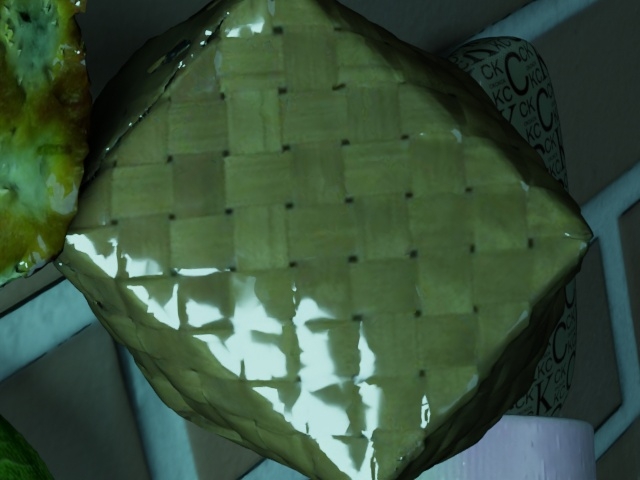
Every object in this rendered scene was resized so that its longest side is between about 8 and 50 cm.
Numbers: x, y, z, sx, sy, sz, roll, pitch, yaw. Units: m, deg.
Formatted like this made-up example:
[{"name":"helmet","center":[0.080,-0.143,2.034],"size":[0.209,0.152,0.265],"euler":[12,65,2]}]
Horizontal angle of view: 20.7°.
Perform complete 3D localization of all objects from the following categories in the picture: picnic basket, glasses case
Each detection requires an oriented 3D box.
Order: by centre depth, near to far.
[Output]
[{"name":"picnic basket","center":[0.000,0.000,1.181],"size":[0.293,0.337,0.337],"euler":[-49,138,1]},{"name":"glasses case","center":[0.162,-0.001,1.529],"size":[0.137,0.085,0.354],"euler":[-25,113,-51]}]

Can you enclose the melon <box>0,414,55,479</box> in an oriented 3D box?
[{"name":"melon","center":[-0.209,0.237,1.030],"size":[0.196,0.124,0.323],"euler":[-2,97,-60]}]

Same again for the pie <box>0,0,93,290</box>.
[{"name":"pie","center":[-0.265,-0.071,0.927],"size":[0.355,0.103,0.288],"euler":[-38,123,-28]}]

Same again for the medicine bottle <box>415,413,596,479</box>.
[{"name":"medicine bottle","center":[0.106,0.299,1.348],"size":[0.256,0.256,0.324],"euler":[12,74,-53]}]
